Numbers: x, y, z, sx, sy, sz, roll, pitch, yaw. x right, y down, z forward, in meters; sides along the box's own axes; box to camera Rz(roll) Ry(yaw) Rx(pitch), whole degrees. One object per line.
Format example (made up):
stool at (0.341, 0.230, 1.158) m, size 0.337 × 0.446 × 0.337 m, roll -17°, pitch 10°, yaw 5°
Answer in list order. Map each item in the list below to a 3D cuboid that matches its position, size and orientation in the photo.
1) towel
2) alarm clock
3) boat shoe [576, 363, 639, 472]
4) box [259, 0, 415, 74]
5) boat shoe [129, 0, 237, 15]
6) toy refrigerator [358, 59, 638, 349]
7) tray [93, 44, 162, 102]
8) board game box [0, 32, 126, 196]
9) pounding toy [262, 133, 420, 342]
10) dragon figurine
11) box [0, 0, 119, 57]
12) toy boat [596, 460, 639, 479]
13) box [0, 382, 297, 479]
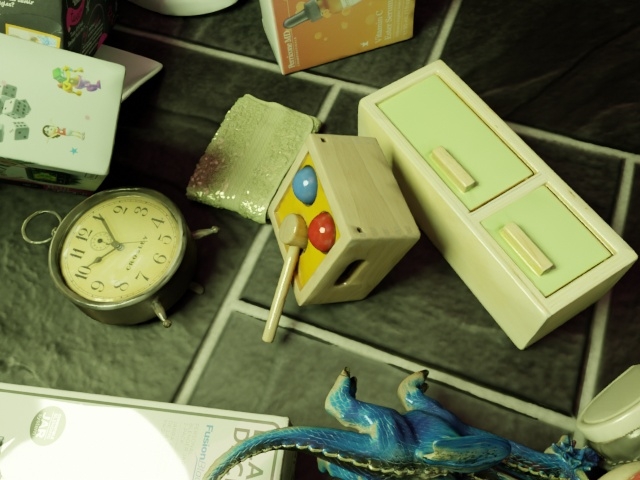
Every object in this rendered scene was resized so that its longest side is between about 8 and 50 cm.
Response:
towel at (-0.072, -0.092, 0.638) m, size 0.110 × 0.027 × 0.148 m, roll 18°, pitch 64°, yaw 14°
alarm clock at (-0.203, 0.010, 0.571) m, size 0.192 × 0.064 × 0.129 m, roll 19°, pitch 64°, yaw 11°
boat shoe at (0.358, 0.092, 0.473) m, size 0.335 × 0.112 × 0.095 m, roll -34°, pitch 82°, yaw -8°
box at (0.016, -0.288, 0.681) m, size 0.170 × 0.130 × 0.091 m, roll -19°, pitch 62°, yaw -5°
boat shoe at (-0.238, -0.382, 0.764) m, size 0.301 × 0.102 × 0.108 m, roll 23°, pitch 65°, yaw 16°
toy refrigerator at (0.150, -0.044, 0.559) m, size 0.102 × 0.094 × 0.269 m, roll -29°, pitch 64°, yaw -12°
tray at (-0.333, -0.205, 0.670) m, size 0.270 × 0.030 × 0.145 m, roll 17°, pitch 34°, yaw -1°
board game box at (-0.335, -0.113, 0.487) m, size 0.303 × 0.224 × 0.098 m, roll 10°, pitch 85°, yaw -24°
pounding toy at (0.000, 0.000, 0.533) m, size 0.100 × 0.141 × 0.130 m, roll -2°, pitch 57°, yaw -30°
dragon figurine at (0.072, 0.154, 0.399) m, size 0.144 × 0.289 × 0.085 m, roll 22°, pitch 98°, yaw 50°
box at (-0.320, -0.281, 0.626) m, size 0.163 × 0.142 × 0.247 m, roll 8°, pitch 36°, yaw -10°
toy boat at (0.247, 0.240, 0.333) m, size 0.151 × 0.151 × 0.231 m, roll -43°, pitch 91°, yaw -17°
box at (-0.170, 0.206, 0.448) m, size 0.289 × 0.087 × 0.169 m, roll 6°, pitch 62°, yaw 7°
